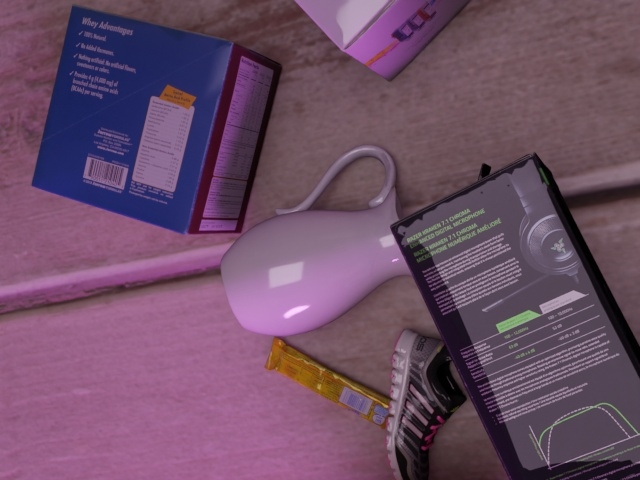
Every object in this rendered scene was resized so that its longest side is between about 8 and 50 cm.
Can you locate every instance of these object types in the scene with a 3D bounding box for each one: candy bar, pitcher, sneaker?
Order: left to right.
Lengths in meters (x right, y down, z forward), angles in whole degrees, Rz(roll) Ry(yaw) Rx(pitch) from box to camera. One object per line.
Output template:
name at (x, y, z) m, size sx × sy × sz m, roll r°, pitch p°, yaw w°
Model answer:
pitcher at (0.000, 0.000, 0.877) m, size 0.207 × 0.125 × 0.177 m, roll -19°, pitch 64°, yaw 7°
candy bar at (0.010, 0.159, 0.918) m, size 0.162 × 0.018 × 0.040 m, roll 25°, pitch 102°, yaw 16°
sneaker at (0.113, 0.179, 0.860) m, size 0.075 × 0.063 × 0.170 m, roll 1°, pitch 86°, yaw 24°

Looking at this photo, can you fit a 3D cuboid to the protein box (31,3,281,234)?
protein box at (-0.178, -0.129, 0.913) m, size 0.200 × 0.136 × 0.201 m, roll 17°, pitch 96°, yaw 18°

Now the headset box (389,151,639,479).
headset box at (0.195, 0.066, 0.738) m, size 0.131 × 0.246 × 0.283 m, roll -28°, pitch 81°, yaw 17°

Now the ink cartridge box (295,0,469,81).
ink cartridge box at (0.050, -0.256, 0.815) m, size 0.127 × 0.176 × 0.128 m, roll -44°, pitch 78°, yaw 14°
